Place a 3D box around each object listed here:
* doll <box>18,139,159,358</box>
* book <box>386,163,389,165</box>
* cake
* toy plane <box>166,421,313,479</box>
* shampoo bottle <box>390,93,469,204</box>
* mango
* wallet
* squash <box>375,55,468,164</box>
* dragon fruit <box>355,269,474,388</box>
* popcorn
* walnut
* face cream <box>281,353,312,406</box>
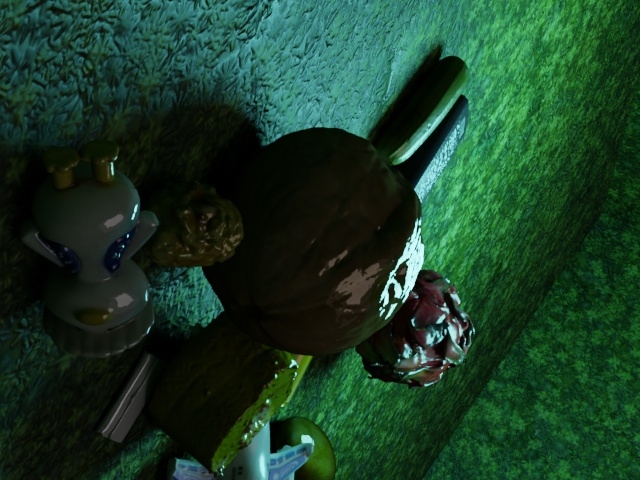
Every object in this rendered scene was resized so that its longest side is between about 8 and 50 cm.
[{"bbox_3d":[-0.233,0.018,1.302,0.138,0.119,0.293,-7,139,-12],"label":"doll"},{"bbox_3d":[0.099,-0.082,2.142,0.103,0.017,0.135,-60,162,-11],"label":"book"},{"bbox_3d":[-0.137,0.214,1.749,0.179,0.156,0.260,-44,166,-20],"label":"cake"},{"bbox_3d":[-0.125,0.337,1.961,0.267,0.122,0.267,-14,113,-35],"label":"toy plane"},{"bbox_3d":[0.158,-0.114,2.113,0.309,0.071,0.098,-58,161,-32],"label":"shampoo bottle"},{"bbox_3d":[-0.028,0.402,2.334,0.267,0.111,0.133,78,5,-62],"label":"mango"},{"bbox_3d":[-0.246,0.204,1.668,0.122,0.025,0.061,-58,155,-7],"label":"wallet"},{"bbox_3d":[0.168,-0.211,2.064,0.229,0.066,0.066,-51,159,-21],"label":"squash"},{"bbox_3d":[0.153,0.165,2.326,0.293,0.234,0.234,-28,143,-64],"label":"dragon fruit"},{"bbox_3d":[-0.151,-0.020,1.467,0.116,0.121,0.106,63,24,-75],"label":"popcorn"},{"bbox_3d":[-0.002,0.000,1.641,0.252,0.277,0.313,-35,-168,51],"label":"walnut"},{"bbox_3d":[-0.063,0.201,2.038,0.273,0.078,0.078,-64,161,8],"label":"face cream"}]
